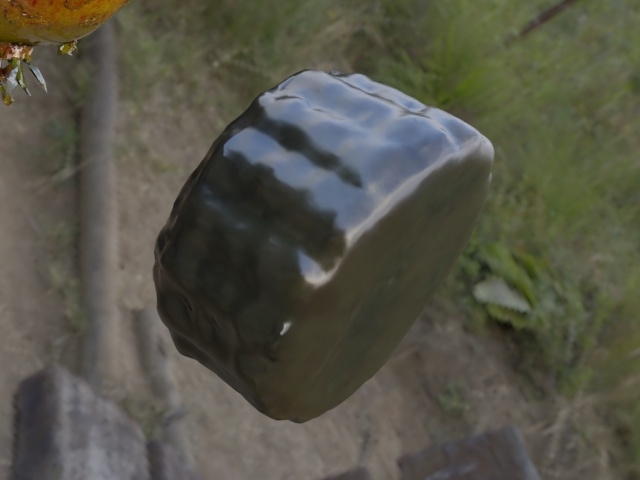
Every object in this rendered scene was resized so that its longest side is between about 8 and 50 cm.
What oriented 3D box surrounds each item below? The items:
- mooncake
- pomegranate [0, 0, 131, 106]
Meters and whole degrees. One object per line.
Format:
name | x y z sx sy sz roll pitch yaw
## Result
mooncake | 0.000 0.000 0.933 0.124 0.228 0.228 35 5 21
pomegranate | -0.202 -0.208 0.937 0.210 0.235 0.210 12 17 -4
